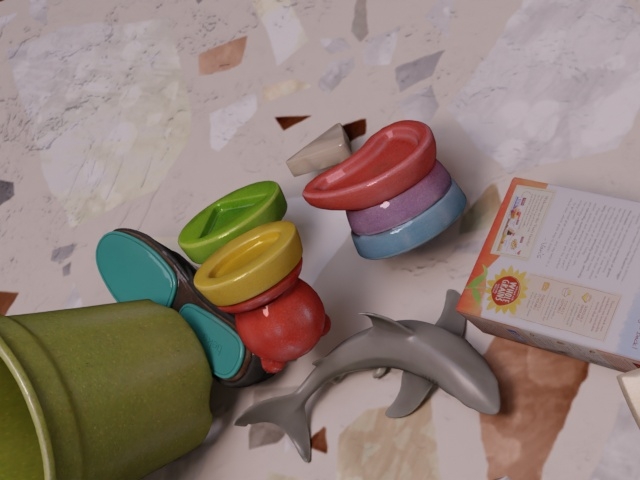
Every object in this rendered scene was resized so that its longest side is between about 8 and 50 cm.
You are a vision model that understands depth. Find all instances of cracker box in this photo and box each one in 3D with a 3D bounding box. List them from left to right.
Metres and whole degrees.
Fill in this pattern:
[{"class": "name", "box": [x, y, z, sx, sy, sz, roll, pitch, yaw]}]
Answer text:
[{"class": "cracker box", "box": [0.267, 0.037, 1.615, 0.232, 0.067, 0.155, 15, 74, 41]}]

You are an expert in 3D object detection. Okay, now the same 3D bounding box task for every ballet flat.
[{"class": "ballet flat", "box": [-0.147, 0.082, 1.866, 0.280, 0.096, 0.095, 40, 109, 34]}]

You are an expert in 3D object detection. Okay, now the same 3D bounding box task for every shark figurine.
[{"class": "shark figurine", "box": [0.047, 0.117, 1.698, 0.278, 0.116, 0.166, -14, 55, 27]}]

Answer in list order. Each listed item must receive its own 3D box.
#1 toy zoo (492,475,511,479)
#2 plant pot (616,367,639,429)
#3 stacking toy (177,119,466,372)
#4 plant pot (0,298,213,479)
[{"class": "toy zoo", "box": [0.133, 0.335, 1.411, 0.192, 0.293, 0.030, 61, 149, 3]}, {"class": "plant pot", "box": [0.343, 0.160, 1.467, 0.109, 0.109, 0.096, -22, 66, 25]}, {"class": "stacking toy", "box": [0.000, 0.000, 1.798, 0.309, 0.130, 0.279, -34, 19, -12]}, {"class": "plant pot", "box": [-0.263, 0.176, 1.756, 0.276, 0.254, 0.276, 19, 116, 45]}]
